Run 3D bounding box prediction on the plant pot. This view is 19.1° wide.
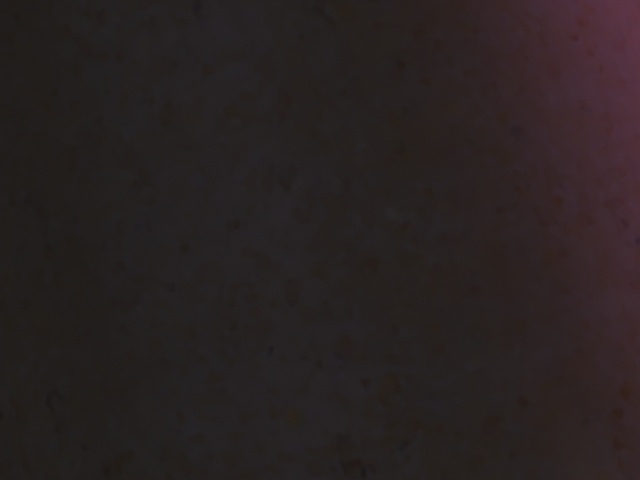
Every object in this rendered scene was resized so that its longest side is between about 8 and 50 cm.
[{"bbox_3d":[0.000,0.000,0.524,0.333,0.305,0.334,-16,2,0],"label":"plant pot"}]
